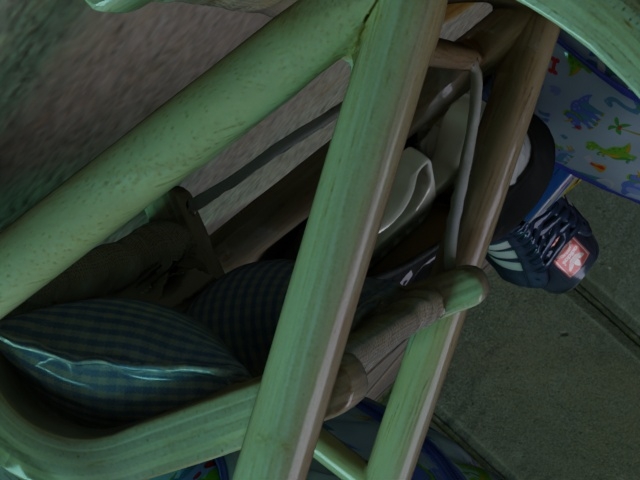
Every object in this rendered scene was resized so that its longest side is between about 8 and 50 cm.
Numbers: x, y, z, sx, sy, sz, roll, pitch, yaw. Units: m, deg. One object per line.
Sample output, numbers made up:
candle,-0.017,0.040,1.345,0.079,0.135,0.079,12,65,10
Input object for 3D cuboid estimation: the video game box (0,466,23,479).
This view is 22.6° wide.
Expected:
video game box,-0.211,0.205,0.776,0.187,0.048,0.205,-47,173,-30

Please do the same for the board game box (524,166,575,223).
board game box,0.280,-0.178,1.411,0.308,0.086,0.302,-51,171,23

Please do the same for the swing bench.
swing bench,0.000,0.000,0.523,0.254,0.165,0.253,-55,170,12

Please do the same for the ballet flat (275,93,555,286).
ballet flat,0.073,-0.030,1.019,0.280,0.095,0.096,-42,158,-36

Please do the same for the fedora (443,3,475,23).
fedora,0.126,-0.154,0.728,0.194,0.079,0.194,-46,173,-8

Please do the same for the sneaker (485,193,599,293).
sneaker,0.234,-0.016,1.726,0.131,0.148,0.350,-48,172,2

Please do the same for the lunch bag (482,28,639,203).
lunch bag,0.205,-0.103,1.134,0.096,0.151,0.129,-44,170,-26

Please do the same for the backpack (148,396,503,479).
backpack,-0.024,0.203,0.810,0.273,0.355,0.290,24,85,-39
